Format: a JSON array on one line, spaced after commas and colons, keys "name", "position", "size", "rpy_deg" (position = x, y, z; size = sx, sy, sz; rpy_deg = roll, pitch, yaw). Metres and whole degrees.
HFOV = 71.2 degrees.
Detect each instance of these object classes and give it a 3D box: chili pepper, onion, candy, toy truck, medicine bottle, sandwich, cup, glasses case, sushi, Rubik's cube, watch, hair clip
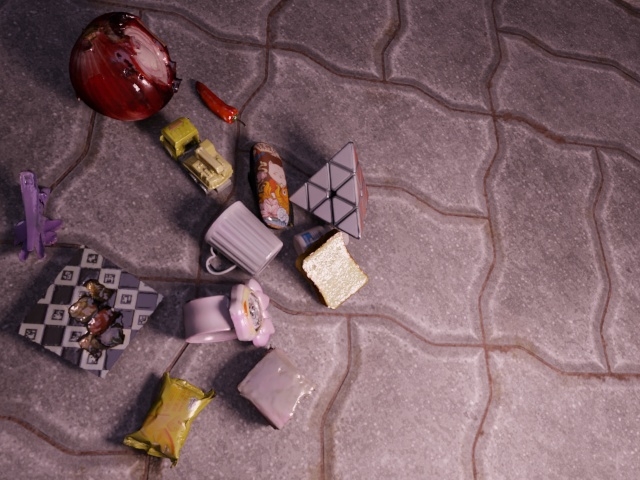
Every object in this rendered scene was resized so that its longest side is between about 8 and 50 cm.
[{"name": "chili pepper", "position": [-0.371, -0.491, 1.623], "size": [0.272, 0.071, 0.063], "rpy_deg": [41, 106, 9]}, {"name": "onion", "position": [-0.649, -0.550, 1.450], "size": [0.341, 0.341, 0.341], "rpy_deg": [4, 69, -11]}, {"name": "candy", "position": [-0.129, 0.421, 1.302], "size": [0.195, 0.137, 0.185], "rpy_deg": [44, 67, 7]}, {"name": "toy truck", "position": [-0.409, -0.287, 1.486], "size": [0.124, 0.157, 0.272], "rpy_deg": [-41, 84, -22]}, {"name": "medicine bottle", "position": [0.000, 0.000, 1.503], "size": [0.168, 0.105, 0.105], "rpy_deg": [-23, 77, -20]}, {"name": "sandwich", "position": [0.040, 0.096, 1.444], "size": [0.186, 0.065, 0.214], "rpy_deg": [-40, 112, -13]}, {"name": "cup", "position": [-0.253, 0.018, 1.433], "size": [0.202, 0.221, 0.167], "rpy_deg": [41, 33, 1]}, {"name": "glasses case", "position": [-0.175, -0.189, 1.522], "size": [0.122, 0.082, 0.320], "rpy_deg": [16, 57, -49]}, {"name": "sushi", "position": [-0.659, 0.208, 1.300], "size": [0.292, 0.059, 0.294], "rpy_deg": [31, 67, -1]}, {"name": "Rubik's cube", "position": [0.073, -0.154, 1.501], "size": [0.233, 0.229, 0.228], "rpy_deg": [42, 75, -15]}, {"name": "watch", "position": [-0.283, 0.222, 1.325], "size": [0.218, 0.248, 0.210], "rpy_deg": [-13, 73, 10]}, {"name": "hair clip", "position": [-0.854, -0.069, 1.349], "size": [0.137, 0.090, 0.278], "rpy_deg": [-7, 77, -16]}]

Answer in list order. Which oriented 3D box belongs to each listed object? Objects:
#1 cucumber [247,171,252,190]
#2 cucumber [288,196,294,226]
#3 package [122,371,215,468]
[{"name": "cucumber", "position": [-0.221, -0.160, 1.549], "size": [0.033, 0.036, 0.184], "rpy_deg": [-3, 68, -38]}, {"name": "cucumber", "position": [-0.111, -0.111, 1.557], "size": [0.034, 0.033, 0.134], "rpy_deg": [2, 70, -16]}, {"name": "package", "position": [-0.413, 0.490, 1.234], "size": [0.168, 0.090, 0.226], "rpy_deg": [27, 64, -4]}]
